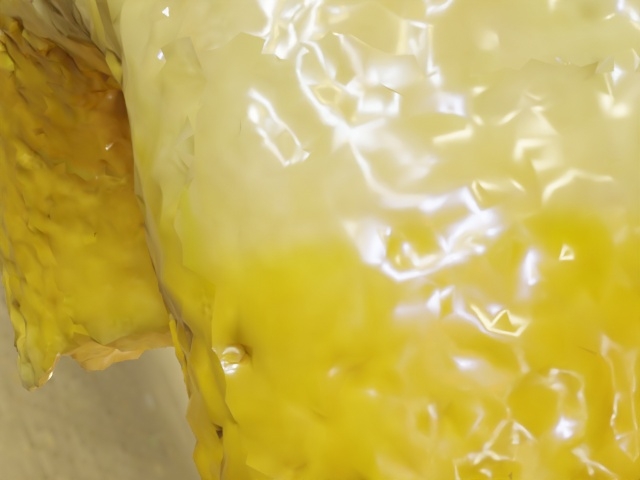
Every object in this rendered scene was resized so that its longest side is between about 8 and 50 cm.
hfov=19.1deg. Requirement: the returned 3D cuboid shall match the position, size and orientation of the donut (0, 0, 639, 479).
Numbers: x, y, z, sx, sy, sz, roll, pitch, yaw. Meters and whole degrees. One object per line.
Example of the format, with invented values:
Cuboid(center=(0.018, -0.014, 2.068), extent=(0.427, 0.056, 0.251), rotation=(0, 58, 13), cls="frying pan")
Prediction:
Cuboid(center=(0.000, 0.000, 0.555), extent=(0.378, 0.163, 0.435), rotation=(92, -19, -44), cls="donut")
